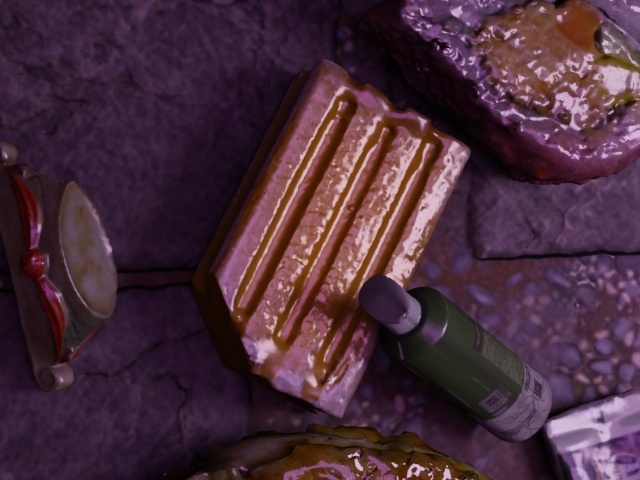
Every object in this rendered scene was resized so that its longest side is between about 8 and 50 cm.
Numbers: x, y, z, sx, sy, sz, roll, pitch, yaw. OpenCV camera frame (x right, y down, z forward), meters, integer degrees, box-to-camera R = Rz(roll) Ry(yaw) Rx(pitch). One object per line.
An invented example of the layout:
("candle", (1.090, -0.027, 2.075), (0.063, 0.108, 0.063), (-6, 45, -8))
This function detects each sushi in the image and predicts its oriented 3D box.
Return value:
("sushi", (0.155, -0.118, 1.227), (0.241, 0.107, 0.161), (-8, 88, -23))

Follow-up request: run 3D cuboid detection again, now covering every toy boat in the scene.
("toy boat", (-0.190, 0.014, 1.134), (0.089, 0.071, 0.185), (-17, 94, -60))

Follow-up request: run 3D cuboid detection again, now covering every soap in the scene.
("soap", (0.000, 0.000, 1.192), (0.140, 0.073, 0.232), (29, 80, -14))

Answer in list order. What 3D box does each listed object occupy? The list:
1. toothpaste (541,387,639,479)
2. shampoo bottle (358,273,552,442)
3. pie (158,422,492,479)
("toothpaste", (0.268, 0.316, 1.271), (0.099, 0.061, 0.392), (-15, 90, -15))
("shampoo bottle", (0.098, 0.084, 1.180), (0.204, 0.065, 0.065), (39, 75, -41))
("pie", (0.022, 0.280, 1.173), (0.355, 0.103, 0.288), (9, 91, -18))
